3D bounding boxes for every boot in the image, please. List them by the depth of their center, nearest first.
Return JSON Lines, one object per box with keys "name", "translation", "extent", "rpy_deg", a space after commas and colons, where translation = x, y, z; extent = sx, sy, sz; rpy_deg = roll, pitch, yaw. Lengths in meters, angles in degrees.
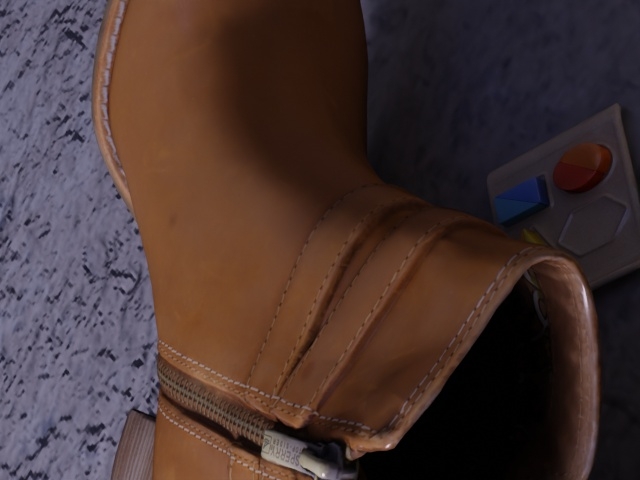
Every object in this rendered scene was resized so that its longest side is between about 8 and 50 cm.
{"name": "boot", "translation": [0.000, 0.000, 0.515], "extent": [0.220, 0.109, 0.284], "rpy_deg": [-1, 77, 66]}

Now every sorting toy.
{"name": "sorting toy", "translation": [0.087, -0.014, 0.537], "extent": [0.083, 0.012, 0.062], "rpy_deg": [-30, 53, 39]}
